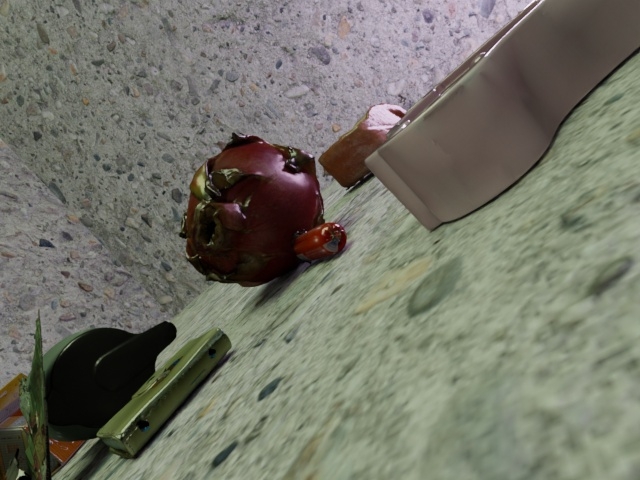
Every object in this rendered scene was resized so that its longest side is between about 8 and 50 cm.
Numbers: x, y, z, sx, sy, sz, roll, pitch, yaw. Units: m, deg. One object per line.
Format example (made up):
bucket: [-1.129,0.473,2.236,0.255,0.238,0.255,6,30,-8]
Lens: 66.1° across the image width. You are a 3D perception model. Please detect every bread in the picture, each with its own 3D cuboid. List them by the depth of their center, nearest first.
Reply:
bread: [0.099,-0.217,1.179,0.244,0.123,0.190,-37,9,46]

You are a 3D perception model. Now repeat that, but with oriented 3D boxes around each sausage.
sausage: [0.000,0.000,0.636,0.048,0.050,0.145,0,-7,-17]

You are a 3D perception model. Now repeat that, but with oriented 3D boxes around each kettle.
kettle: [-0.328,0.202,0.757,0.221,0.161,0.236,-35,2,-39]

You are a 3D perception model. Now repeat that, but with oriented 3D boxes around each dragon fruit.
dragon fruit: [-0.103,-0.047,0.793,0.250,0.250,0.315,-42,-11,-3]

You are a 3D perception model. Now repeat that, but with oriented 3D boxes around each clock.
clock: [0.179,-0.146,0.404,0.290,0.080,0.275,-39,7,33]

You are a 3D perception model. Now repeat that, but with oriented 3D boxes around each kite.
kite: [-0.369,0.253,0.630,0.268,0.013,0.322,32,114,48]

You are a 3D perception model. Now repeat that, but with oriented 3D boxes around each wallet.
wallet: [-0.175,0.172,0.561,0.110,0.039,0.155,-28,15,51]

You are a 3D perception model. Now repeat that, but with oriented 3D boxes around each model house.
model house: [-0.514,0.363,0.913,0.136,0.207,0.219,-4,8,1]

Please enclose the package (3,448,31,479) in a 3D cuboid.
package: [-0.379,0.333,0.562,0.239,0.030,0.154,-23,45,56]
